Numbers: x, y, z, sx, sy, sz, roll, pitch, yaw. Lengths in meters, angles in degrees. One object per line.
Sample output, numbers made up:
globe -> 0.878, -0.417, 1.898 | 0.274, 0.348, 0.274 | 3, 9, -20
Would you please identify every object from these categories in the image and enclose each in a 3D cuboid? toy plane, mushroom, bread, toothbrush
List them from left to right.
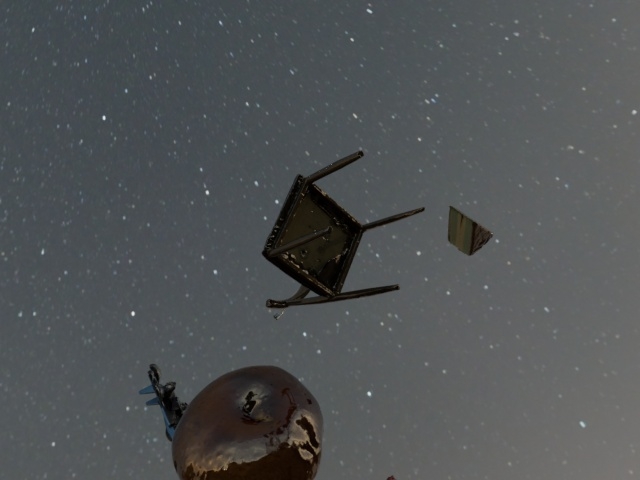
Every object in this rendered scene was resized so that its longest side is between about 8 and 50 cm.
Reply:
toy plane -> -0.325, 0.376, 1.503 | 0.078, 0.246, 0.169 | -32, -56, -19
mushroom -> -0.119, 0.354, 1.140 | 0.267, 0.267, 0.254 | 5, -81, -21
toothbrush -> -0.076, 0.145, 1.566 | 0.011, 0.131, 0.013 | -29, -79, 33
bread -> 0.334, -0.042, 1.514 | 0.084, 0.074, 0.139 | -41, -32, -17

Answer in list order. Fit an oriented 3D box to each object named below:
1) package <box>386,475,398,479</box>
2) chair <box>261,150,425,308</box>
package -> 0.021, 0.265, 0.495 | 0.200, 0.083, 0.022 | -39, -39, -31
chair -> 0.000, 0.000, 1.111 | 0.166, 0.188, 0.272 | 39, -36, -24
